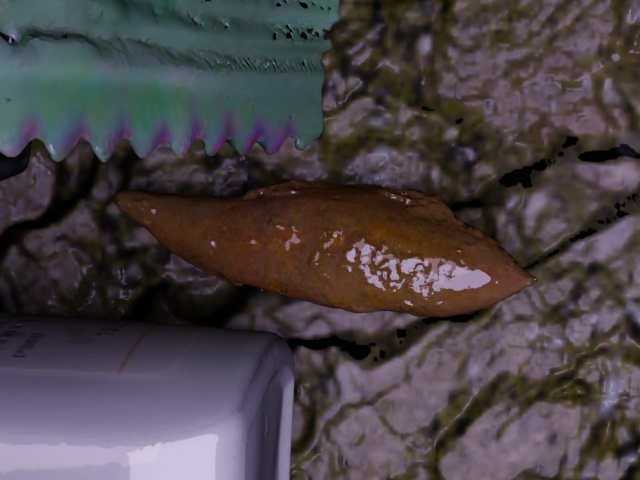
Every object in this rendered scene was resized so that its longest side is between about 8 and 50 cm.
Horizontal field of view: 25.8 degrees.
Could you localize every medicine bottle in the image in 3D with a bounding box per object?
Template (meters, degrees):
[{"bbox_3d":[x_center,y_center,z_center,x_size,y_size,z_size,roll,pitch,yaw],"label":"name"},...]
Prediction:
[{"bbox_3d":[-0.181,0.090,0.629,0.324,0.179,0.124,5,97,7],"label":"medicine bottle"}]

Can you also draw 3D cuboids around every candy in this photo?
[{"bbox_3d":[-0.059,-0.228,0.540,0.172,0.263,0.398,3,97,40],"label":"candy"}]

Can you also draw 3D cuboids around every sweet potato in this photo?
[{"bbox_3d":[0.000,0.000,0.659,0.206,0.060,0.068,7,61,8],"label":"sweet potato"}]

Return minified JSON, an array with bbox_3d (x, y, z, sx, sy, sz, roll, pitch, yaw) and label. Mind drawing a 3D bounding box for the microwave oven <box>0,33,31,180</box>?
[{"bbox_3d":[-0.231,-0.102,0.583,0.188,0.247,0.178,1,100,9],"label":"microwave oven"}]
